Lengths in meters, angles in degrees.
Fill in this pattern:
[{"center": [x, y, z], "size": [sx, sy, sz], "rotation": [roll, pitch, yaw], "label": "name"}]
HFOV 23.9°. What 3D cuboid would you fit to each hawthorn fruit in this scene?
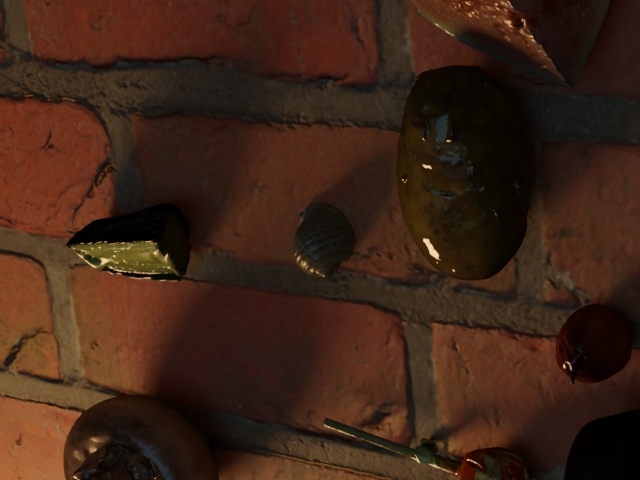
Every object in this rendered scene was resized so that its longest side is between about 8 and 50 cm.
[{"center": [0.290, 0.116, 1.624], "size": [0.081, 0.093, 0.081], "rotation": [13, 117, 27], "label": "hawthorn fruit"}]

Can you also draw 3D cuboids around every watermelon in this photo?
[{"center": [0.170, -0.273, 1.471], "size": [0.213, 0.201, 0.261], "rotation": [25, 126, 33], "label": "watermelon"}]

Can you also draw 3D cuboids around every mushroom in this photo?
[{"center": [-0.243, 0.318, 2.005], "size": [0.226, 0.178, 0.226], "rotation": [8, 114, 19], "label": "mushroom"}]

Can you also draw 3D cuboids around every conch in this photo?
[{"center": [-0.001, 0.002, 1.791], "size": [0.076, 0.056, 0.085], "rotation": [-25, 96, 25], "label": "conch"}]

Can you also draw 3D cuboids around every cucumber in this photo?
[{"center": [-0.231, -0.001, 1.923], "size": [0.193, 0.115, 0.086], "rotation": [-10, 61, 40], "label": "cucumber"}]

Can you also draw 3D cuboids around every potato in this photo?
[{"center": [0.154, -0.070, 1.627], "size": [0.149, 0.113, 0.251], "rotation": [-1, 118, 25], "label": "potato"}]

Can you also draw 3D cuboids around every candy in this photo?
[{"center": [0.123, 0.262, 1.813], "size": [0.288, 0.078, 0.084], "rotation": [14, 100, 32], "label": "candy"}]

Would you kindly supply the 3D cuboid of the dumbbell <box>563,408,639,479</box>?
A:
[{"center": [0.429, 0.251, 1.522], "size": [0.322, 0.204, 0.204], "rotation": [-18, 100, 37], "label": "dumbbell"}]
